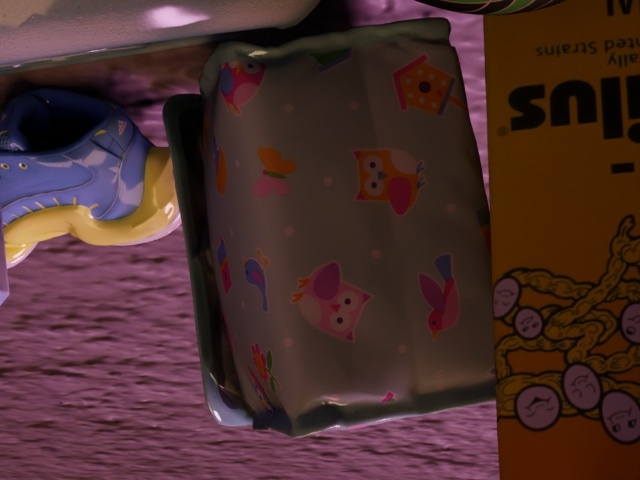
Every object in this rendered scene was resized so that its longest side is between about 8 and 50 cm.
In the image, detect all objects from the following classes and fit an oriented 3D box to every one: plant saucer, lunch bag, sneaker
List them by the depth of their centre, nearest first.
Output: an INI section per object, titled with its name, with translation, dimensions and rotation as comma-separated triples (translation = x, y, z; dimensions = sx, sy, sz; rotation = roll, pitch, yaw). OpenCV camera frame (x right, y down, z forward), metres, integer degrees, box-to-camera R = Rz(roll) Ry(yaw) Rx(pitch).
[plant saucer]
translation = -0.139, -0.110, 0.907
dimensions = 0.318, 0.043, 0.317
rotation = -8, -174, 1
[lunch bag]
translation = 0.000, 0.000, 1.062
dimensions = 0.160, 0.223, 0.262
rotation = -9, 178, -13
[sneaker]
translation = -0.206, -0.052, 1.224
dimensions = 0.240, 0.091, 0.126
rotation = -10, 138, 25

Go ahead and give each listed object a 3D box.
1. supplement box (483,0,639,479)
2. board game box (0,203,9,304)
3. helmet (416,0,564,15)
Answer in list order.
[supplement box]
translation = 0.188, -0.020, 0.897
dimensions = 0.194, 0.356, 0.195
rotation = -5, 158, 12
[board game box]
translation = -0.258, -0.063, 0.996
dimensions = 0.160, 0.211, 0.039
rotation = 16, 136, -35
[helmet]
translation = 0.074, -0.176, 0.774
dimensions = 0.161, 0.169, 0.169
rotation = 11, 161, 17
